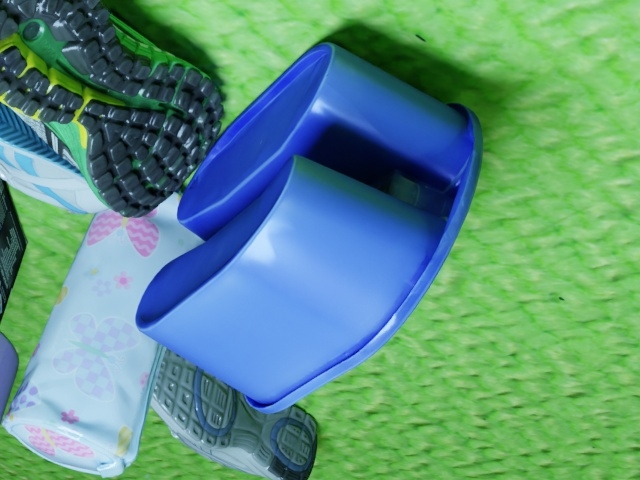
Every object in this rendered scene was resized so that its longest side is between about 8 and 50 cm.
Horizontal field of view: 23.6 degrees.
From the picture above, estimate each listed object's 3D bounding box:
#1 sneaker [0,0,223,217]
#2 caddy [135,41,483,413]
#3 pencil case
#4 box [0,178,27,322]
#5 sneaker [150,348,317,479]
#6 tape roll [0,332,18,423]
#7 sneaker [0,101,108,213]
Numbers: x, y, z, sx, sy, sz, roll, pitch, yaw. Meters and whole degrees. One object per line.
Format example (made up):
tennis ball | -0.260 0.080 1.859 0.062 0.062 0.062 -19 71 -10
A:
sneaker | -0.195 -0.139 1.225 0.146 0.134 0.343 37 173 34
caddy | 0.000 0.000 1.243 0.179 0.241 0.341 31 146 -17
pencil case | -0.186 0.079 1.410 0.124 0.273 0.113 24 155 -6
box | -0.358 0.048 1.392 0.073 0.293 0.295 9 150 6
sneaker | -0.131 0.204 1.758 0.129 0.111 0.297 -6 144 38
tape roll | -0.501 0.149 1.813 0.274 0.090 0.275 10 149 6
sneaker | -0.260 -0.090 1.333 0.092 0.087 0.228 -20 136 40
